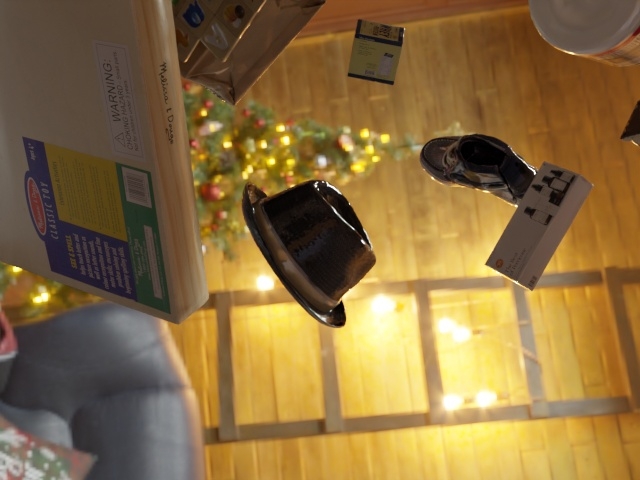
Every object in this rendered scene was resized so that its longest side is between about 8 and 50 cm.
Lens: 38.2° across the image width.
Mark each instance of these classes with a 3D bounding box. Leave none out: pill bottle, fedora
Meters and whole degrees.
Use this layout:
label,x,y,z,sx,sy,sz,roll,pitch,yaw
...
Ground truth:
label,x,y,z,sx,sy,sz,roll,pitch,yaw
pill bottle,0.459,-0.363,1.434,0.318,0.176,0.177,-8,90,-56
fedora,0.000,0.000,1.722,0.334,0.152,0.334,53,13,-18

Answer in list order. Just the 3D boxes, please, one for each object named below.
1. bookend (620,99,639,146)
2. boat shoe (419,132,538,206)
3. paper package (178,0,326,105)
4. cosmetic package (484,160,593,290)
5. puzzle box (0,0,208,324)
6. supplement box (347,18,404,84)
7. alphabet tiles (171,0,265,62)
label,x,y,z,sx,sy,sz,roll,pitch,yaw
bookend,0.569,-0.156,1.394,0.072,0.157,0.156,-62,-170,-9
boat shoe,0.316,-0.186,2.000,0.158,0.340,0.127,37,81,-42
paper package,-0.202,-0.494,1.857,0.168,0.309,0.325,20,27,-55
cosmetic package,0.425,-0.030,1.810,0.060,0.239,0.099,28,2,-38
puzzle box,-0.243,-0.133,0.851,0.052,0.272,0.409,-42,139,-47
supplement box,0.094,-0.320,1.572,0.056,0.083,0.083,-80,-179,-51
alphabet tiles,-0.233,-0.471,1.514,0.342,0.285,0.011,47,37,6
